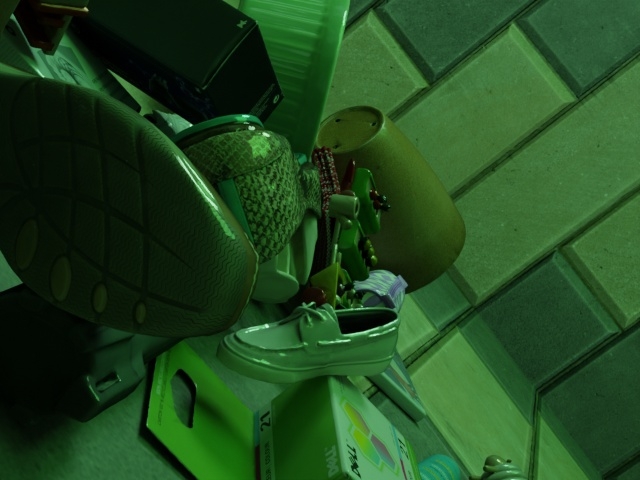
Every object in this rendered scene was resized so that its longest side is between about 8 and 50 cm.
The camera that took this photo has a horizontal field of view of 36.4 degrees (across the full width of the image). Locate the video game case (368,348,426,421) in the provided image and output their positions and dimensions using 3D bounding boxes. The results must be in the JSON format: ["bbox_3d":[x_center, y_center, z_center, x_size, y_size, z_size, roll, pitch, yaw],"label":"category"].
[{"bbox_3d":[0.072,0.157,1.458,0.201,0.023,0.183,46,12,-32],"label":"video game case"}]

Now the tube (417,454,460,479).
[{"bbox_3d":[0.114,0.294,1.127,0.080,0.052,0.207,45,15,15],"label":"tube"}]

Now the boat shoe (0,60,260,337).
[{"bbox_3d":[-0.151,-0.042,0.613,0.324,0.123,0.116,33,11,30],"label":"boat shoe"}]

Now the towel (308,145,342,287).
[{"bbox_3d":[0.000,0.000,1.344,0.275,0.031,0.199,-99,-166,-67],"label":"towel"}]

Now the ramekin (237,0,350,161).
[{"bbox_3d":[-0.067,-0.235,1.431,0.148,0.303,0.303,15,16,-5],"label":"ramekin"}]

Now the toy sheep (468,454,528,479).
[{"bbox_3d":[0.271,0.375,1.426,0.091,0.091,0.132,41,29,-47],"label":"toy sheep"}]

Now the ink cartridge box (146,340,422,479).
[{"bbox_3d":[-0.021,0.167,0.814,0.255,0.097,0.189,49,11,-19],"label":"ink cartridge box"}]

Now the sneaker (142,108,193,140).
[{"bbox_3d":[-0.196,-0.143,1.227,0.061,0.054,0.152,46,12,-16],"label":"sneaker"}]

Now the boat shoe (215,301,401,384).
[{"bbox_3d":[-0.003,0.083,0.844,0.184,0.063,0.066,6,22,-33],"label":"boat shoe"}]

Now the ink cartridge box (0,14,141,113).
[{"bbox_3d":[-0.251,-0.147,1.020,0.224,0.045,0.223,49,11,-15],"label":"ink cartridge box"}]

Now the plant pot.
[{"bbox_3d":[0.084,-0.080,1.542,0.237,0.237,0.254,-114,180,-53],"label":"plant pot"}]

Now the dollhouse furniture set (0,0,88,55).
[{"bbox_3d":[-0.318,-0.238,0.803,0.259,0.135,0.262,-1,49,-47],"label":"dollhouse furniture set"}]

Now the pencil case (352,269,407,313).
[{"bbox_3d":[0.075,0.091,1.393,0.086,0.088,0.206,50,10,0],"label":"pencil case"}]

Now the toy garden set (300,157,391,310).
[{"bbox_3d":[0.042,0.025,1.160,0.204,0.049,0.244,63,37,-63],"label":"toy garden set"}]

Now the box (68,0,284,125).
[{"bbox_3d":[-0.185,-0.234,1.127,0.261,0.103,0.184,34,-13,16],"label":"box"}]

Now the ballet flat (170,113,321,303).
[{"bbox_3d":[-0.070,-0.018,1.079,0.483,0.164,0.182,6,66,-88],"label":"ballet flat"}]

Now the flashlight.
[{"bbox_3d":[-0.145,0.044,0.712,0.304,0.103,0.103,-24,107,-75],"label":"flashlight"}]
